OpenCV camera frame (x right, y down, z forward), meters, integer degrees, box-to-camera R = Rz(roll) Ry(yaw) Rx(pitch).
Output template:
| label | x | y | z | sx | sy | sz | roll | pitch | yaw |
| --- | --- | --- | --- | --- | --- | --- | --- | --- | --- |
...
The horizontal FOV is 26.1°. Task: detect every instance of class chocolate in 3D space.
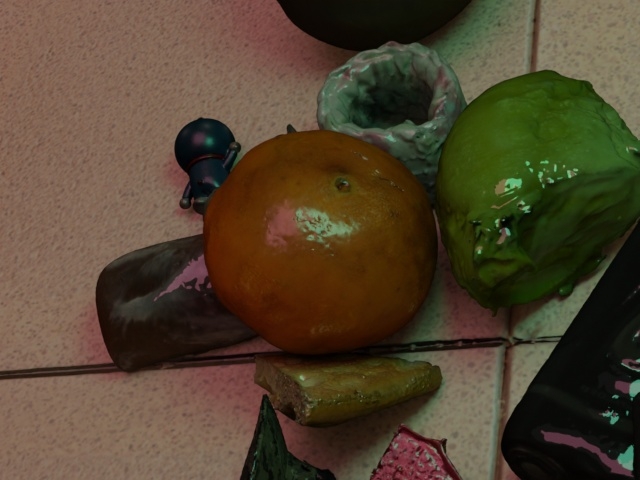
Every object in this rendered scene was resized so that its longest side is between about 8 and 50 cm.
| label | x | y | z | sx | sy | sz | roll | pitch | yaw |
| --- | --- | --- | --- | --- | --- | --- | --- | --- | --- |
| chocolate | -0.178 | 0.066 | 1.771 | 0.254 | 0.080 | 0.157 | -16 | 75 | 14 |

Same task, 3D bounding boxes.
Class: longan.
| label | x | y | z | sx | sy | sz | roll | pitch | yaw |
| --- | --- | --- | --- | --- | --- | --- | --- | --- | --- |
| longan | 0.081 | -0.443 | 1.910 | 0.361 | 0.361 | 0.361 | -13 | 51 | 17 |

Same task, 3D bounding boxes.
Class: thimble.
| label | x | y | z | sx | sy | sz | roll | pitch | yaw |
| --- | --- | --- | --- | --- | --- | --- | --- | --- | --- |
| thimble | 0.105 | -0.144 | 1.789 | 0.185 | 0.149 | 0.211 | -36 | 48 | -7 |

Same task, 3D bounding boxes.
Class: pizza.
| label | x | y | z | sx | sy | sz | roll | pitch | yaw |
| --- | --- | --- | --- | --- | --- | --- | --- | --- | --- |
| pizza | 0.031 | 0.179 | 1.618 | 0.204 | 0.081 | 0.188 | -5 | 11 | -26 |

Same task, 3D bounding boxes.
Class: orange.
| label | x | y | z | sx | sy | sz | roll | pitch | yaw |
| --- | --- | --- | --- | --- | --- | --- | --- | --- | --- |
| orange | 0.000 | 0.000 | 1.646 | 0.284 | 0.226 | 0.284 | 8 | 50 | -10 |

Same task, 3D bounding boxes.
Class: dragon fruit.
| label | x | y | z | sx | sy | sz | roll | pitch | yaw |
| --- | --- | --- | --- | --- | --- | --- | --- | --- | --- |
| dragon fruit | 0.099 | 0.349 | 1.440 | 0.161 | 0.126 | 0.274 | 22 | 76 | 26 |

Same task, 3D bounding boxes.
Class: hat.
| label | x | y | z | sx | sy | sz | roll | pitch | yaw |
| --- | --- | --- | --- | --- | --- | --- | --- | --- | --- |
| hat | -0.036 | 0.307 | 1.507 | 0.128 | 0.265 | 0.265 | 11 | 54 | -6 |

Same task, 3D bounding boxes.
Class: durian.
| label | x | y | z | sx | sy | sz | roll | pitch | yaw |
| --- | --- | --- | --- | --- | --- | --- | --- | --- | --- |
| durian | 0.254 | -0.068 | 1.641 | 0.255 | 0.204 | 0.340 | -14 | 40 | -2 |

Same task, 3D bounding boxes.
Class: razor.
| label | x | y | z | sx | sy | sz | roll | pitch | yaw |
| --- | --- | --- | --- | --- | --- | --- | --- | --- | --- |
| razor | 0.352 | 0.135 | 1.476 | 0.204 | 0.113 | 0.349 | 23 | 66 | 34 |

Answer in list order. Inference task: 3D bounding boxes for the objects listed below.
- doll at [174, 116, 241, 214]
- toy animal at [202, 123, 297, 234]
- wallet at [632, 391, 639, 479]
| label | x | y | z | sx | sy | sz | roll | pitch | yaw |
| --- | --- | --- | --- | --- | --- | --- | --- | --- | --- |
| doll | -0.158 | -0.111 | 1.938 | 0.114 | 0.085 | 0.152 | -27 | 57 | 20 |
| toy animal | -0.089 | -0.046 | 1.834 | 0.236 | 0.108 | 0.138 | -39 | 48 | -5 |
| wallet | 0.384 | 0.297 | 1.296 | 0.170 | 0.044 | 0.321 | -8 | 76 | 35 |
